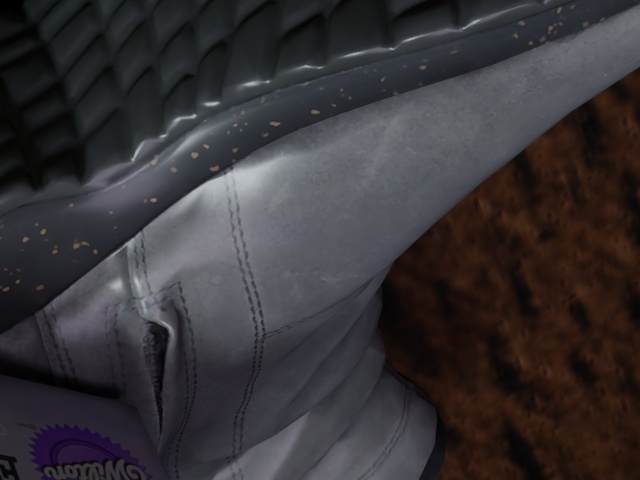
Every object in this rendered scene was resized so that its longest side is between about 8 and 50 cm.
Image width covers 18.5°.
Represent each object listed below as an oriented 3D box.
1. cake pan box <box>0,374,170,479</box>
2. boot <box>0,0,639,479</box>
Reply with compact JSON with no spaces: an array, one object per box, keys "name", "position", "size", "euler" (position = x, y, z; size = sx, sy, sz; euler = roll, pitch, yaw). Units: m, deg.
[{"name":"cake pan box","position":[-0.191,0.120,0.458],"size":[0.267,0.070,0.246],"euler":[15,123,-34]},{"name":"boot","position":[0.000,0.000,0.563],"size":[0.338,0.118,0.223],"euler":[-24,138,5]}]
